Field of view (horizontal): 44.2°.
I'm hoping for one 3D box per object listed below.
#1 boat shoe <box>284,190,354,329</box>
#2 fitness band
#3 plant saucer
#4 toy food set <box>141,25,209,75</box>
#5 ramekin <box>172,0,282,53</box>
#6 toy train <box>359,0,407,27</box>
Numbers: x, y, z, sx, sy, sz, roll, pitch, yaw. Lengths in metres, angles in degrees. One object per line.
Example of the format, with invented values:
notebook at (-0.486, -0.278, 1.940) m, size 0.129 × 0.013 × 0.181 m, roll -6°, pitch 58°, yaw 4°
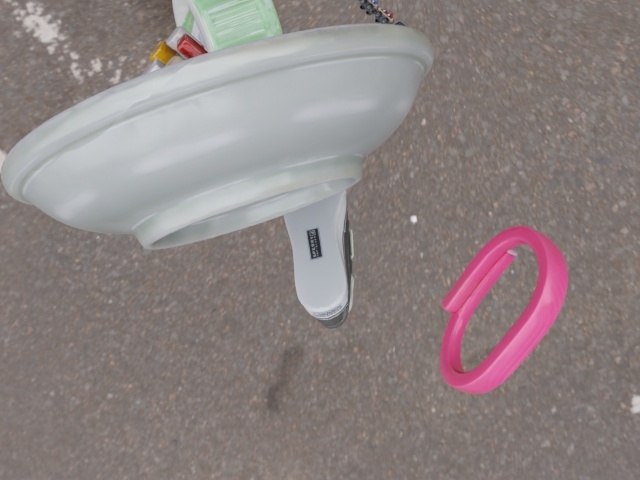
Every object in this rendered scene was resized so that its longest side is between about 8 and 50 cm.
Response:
boat shoe at (0.000, 0.000, 0.942) m, size 0.077 × 0.219 × 0.070 m, roll -8°, pitch 150°, yaw 11°
fitness band at (0.284, 0.114, 1.270) m, size 0.054 × 0.209 × 0.291 m, roll 21°, pitch 116°, yaw -23°
plant saucer at (-0.076, -0.070, 0.725) m, size 0.400 × 0.400 × 0.101 m, roll -18°, pitch 87°, yaw 13°
toy food set at (-0.216, -0.264, 1.286) m, size 0.104 × 0.232 × 0.111 m, roll 38°, pitch 106°, yaw -27°
ramekin at (-0.205, -0.449, 1.715) m, size 0.148 × 0.303 × 0.304 m, roll -24°, pitch 110°, yaw -17°
toy train at (0.133, -0.460, 1.624) m, size 0.036 × 0.158 × 0.027 m, roll -32°, pitch 151°, yaw -15°
